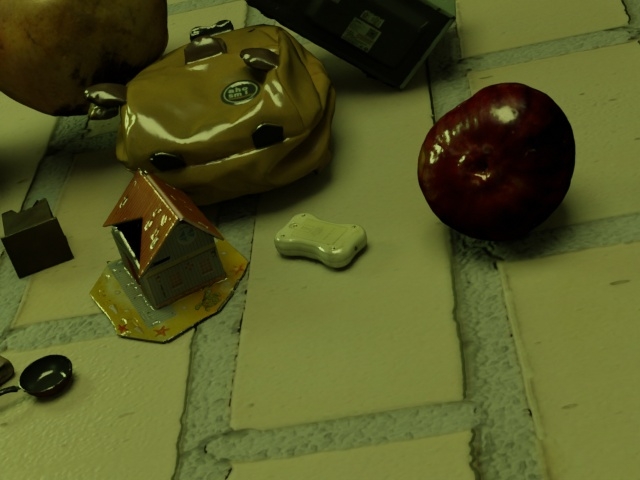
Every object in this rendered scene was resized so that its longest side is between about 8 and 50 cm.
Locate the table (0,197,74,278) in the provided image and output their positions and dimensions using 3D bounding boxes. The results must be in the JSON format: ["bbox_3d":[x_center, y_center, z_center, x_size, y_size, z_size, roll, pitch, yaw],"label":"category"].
[{"bbox_3d":[-0.413,-0.007,1.704,0.083,0.070,0.082,-22,31,-7],"label":"table"}]

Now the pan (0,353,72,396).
[{"bbox_3d":[-0.360,0.180,1.455,0.115,0.023,0.068,-23,36,-16],"label":"pan"}]

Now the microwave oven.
[{"bbox_3d":[0.046,-0.406,1.879,0.295,0.181,0.237,28,35,-15],"label":"microwave oven"}]

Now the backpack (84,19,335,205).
[{"bbox_3d":[-0.154,-0.199,1.759,0.353,0.201,0.378,-14,33,0],"label":"backpack"}]

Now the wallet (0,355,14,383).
[{"bbox_3d":[-0.479,0.167,1.511,0.152,0.039,0.118,19,45,38],"label":"wallet"}]

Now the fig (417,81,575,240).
[{"bbox_3d":[0.244,-0.100,1.505,0.186,0.204,0.249,46,25,19],"label":"fig"}]

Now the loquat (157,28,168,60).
[{"bbox_3d":[-0.383,-0.368,2.096,0.238,0.193,0.238,-20,11,4],"label":"loquat"}]

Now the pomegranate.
[{"bbox_3d":[-0.395,-0.351,1.844,0.322,0.322,0.322,-11,35,7],"label":"pomegranate"}]

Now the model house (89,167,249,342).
[{"bbox_3d":[-0.210,0.008,1.542,0.207,0.136,0.219,-24,35,-15],"label":"model house"}]

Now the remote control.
[{"bbox_3d":[0.000,0.000,1.561,0.122,0.032,0.074,14,44,37],"label":"remote control"}]
